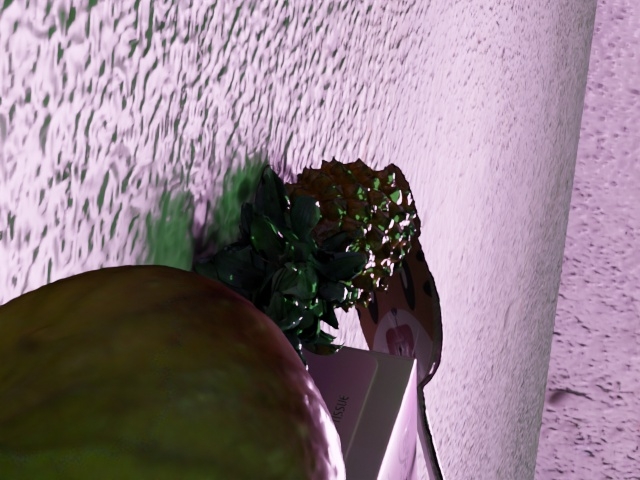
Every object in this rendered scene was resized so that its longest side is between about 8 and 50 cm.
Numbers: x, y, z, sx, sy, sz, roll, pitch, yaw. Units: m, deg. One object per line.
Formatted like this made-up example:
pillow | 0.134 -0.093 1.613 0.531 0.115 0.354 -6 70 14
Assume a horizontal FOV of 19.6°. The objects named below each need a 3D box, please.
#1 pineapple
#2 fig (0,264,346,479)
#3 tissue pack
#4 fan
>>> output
pineapple | 0.001 0.000 1.010 0.221 0.083 0.103 -43 156 -70
fig | -0.104 0.076 0.591 0.143 0.230 0.160 2 -101 59
tissue pack | 0.001 0.192 1.125 0.246 0.092 0.148 86 19 -45
fan | 0.052 0.068 1.146 0.152 0.008 0.227 150 -73 -70
